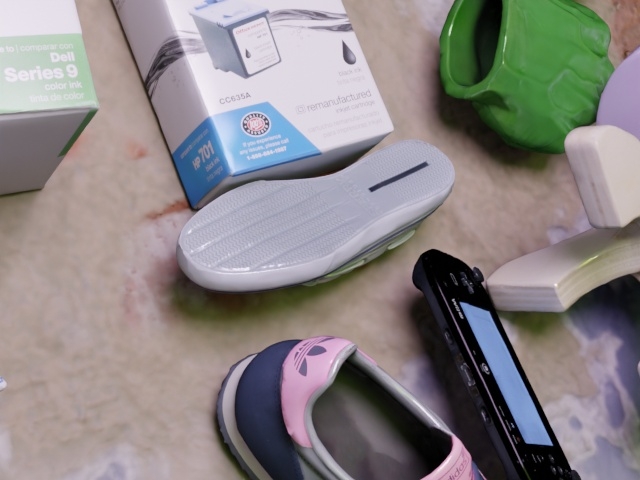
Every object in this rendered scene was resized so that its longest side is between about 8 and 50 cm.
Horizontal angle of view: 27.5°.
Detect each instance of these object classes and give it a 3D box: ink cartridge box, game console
[{"bbox_3d":[-0.053,-0.136,0.938,0.139,0.082,0.191,-18,83,-29],"label":"ink cartridge box"},{"bbox_3d":[0.150,0.163,0.883,0.044,0.213,0.361,-28,68,11],"label":"game console"},{"bbox_3d":[-0.220,-0.148,0.820,0.093,0.154,0.212,-11,77,-28],"label":"ink cartridge box"}]

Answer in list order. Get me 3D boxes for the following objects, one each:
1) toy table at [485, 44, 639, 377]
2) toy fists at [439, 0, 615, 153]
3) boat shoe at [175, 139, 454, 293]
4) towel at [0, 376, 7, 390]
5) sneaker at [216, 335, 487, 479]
[{"bbox_3d":[0.265,0.004,0.959,0.161,0.252,0.274,-41,106,-37],"label":"toy table"},{"bbox_3d":[0.167,-0.203,1.047,0.142,0.096,0.279,19,65,-34],"label":"toy fists"},{"bbox_3d":[0.000,0.000,0.918,0.226,0.076,0.083,-18,56,-29],"label":"boat shoe"},{"bbox_3d":[-0.347,0.024,0.774,0.209,0.034,0.285,-30,85,-28],"label":"towel"},{"bbox_3d":[0.074,0.186,0.858,0.319,0.131,0.112,41,59,-11],"label":"sneaker"}]
